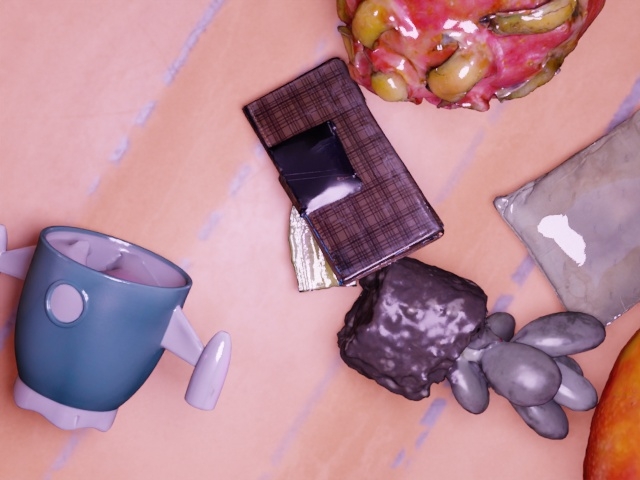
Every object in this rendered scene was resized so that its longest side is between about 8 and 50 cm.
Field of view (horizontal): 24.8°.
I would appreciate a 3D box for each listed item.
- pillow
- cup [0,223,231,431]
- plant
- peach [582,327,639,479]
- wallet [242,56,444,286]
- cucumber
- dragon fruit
[{"bbox_3d":[0.358,-0.050,1.576,0.302,0.075,0.185,-34,91,-4],"label":"pillow"},{"bbox_3d":[-0.231,0.093,1.458,0.300,0.167,0.173,24,101,16],"label":"cup"},{"bbox_3d":[0.160,0.115,1.528,0.275,0.149,0.146,19,110,-8],"label":"plant"},{"bbox_3d":[0.429,0.227,1.488,0.290,0.373,0.372,21,92,34],"label":"peach"},{"bbox_3d":[0.021,-0.073,1.490,0.124,0.042,0.230,-28,71,-5],"label":"wallet"},{"bbox_3d":[0.000,0.000,1.545,0.067,0.035,0.107,-8,91,3],"label":"cucumber"},{"bbox_3d":[0.147,-0.250,1.440,0.291,0.269,0.250,-44,90,-7],"label":"dragon fruit"}]
